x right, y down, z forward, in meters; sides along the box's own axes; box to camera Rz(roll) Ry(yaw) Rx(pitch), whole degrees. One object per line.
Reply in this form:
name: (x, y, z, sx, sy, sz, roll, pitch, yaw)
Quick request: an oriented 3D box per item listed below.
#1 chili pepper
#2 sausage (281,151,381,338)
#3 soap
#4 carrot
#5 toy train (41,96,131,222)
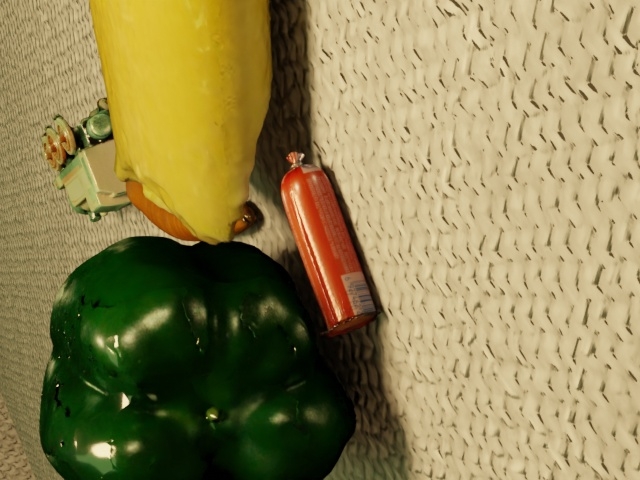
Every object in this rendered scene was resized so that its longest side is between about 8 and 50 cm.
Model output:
chili pepper: (-0.108, 0.109, 1.248, 0.256, 0.248, 0.233, -172, 68, -77)
sausage: (0.000, 0.000, 1.192, 0.050, 0.048, 0.145, -25, 78, 24)
soap: (-0.123, -0.227, 1.250, 0.306, 0.115, 0.427, -130, 31, -56)
carrot: (-0.124, -0.029, 1.493, 0.062, 0.066, 0.271, 35, 179, -32)
toy train: (-0.262, -0.086, 1.779, 0.125, 0.080, 0.194, 69, 158, 2)
